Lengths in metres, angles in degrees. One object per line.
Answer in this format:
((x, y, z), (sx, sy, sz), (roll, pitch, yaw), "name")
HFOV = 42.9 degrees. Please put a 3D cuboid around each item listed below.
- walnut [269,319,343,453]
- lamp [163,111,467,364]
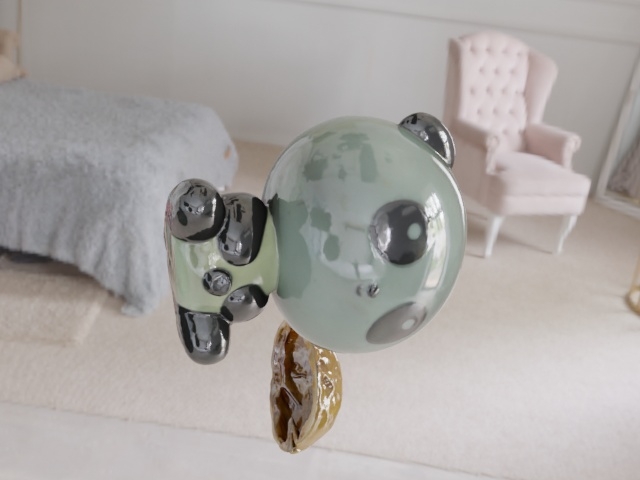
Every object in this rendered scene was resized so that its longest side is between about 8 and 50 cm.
((-0.013, 0.225, 1.274), (0.087, 0.211, 0.167), (6, -13, -26), "walnut")
((0.000, 0.000, 0.655), (0.243, 0.198, 0.198), (-10, 25, -19), "lamp")
